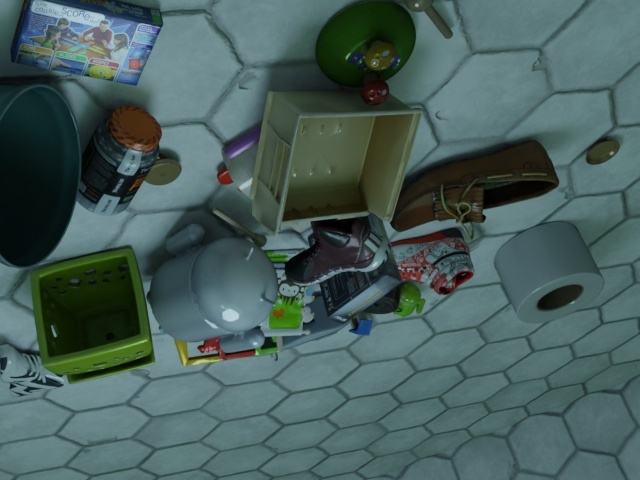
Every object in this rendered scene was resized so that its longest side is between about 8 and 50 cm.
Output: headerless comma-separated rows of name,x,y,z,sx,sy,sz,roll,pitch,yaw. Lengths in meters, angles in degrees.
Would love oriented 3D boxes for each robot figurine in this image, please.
robot figurine,-0.228,0.106,1.759,0.353,0.300,0.200,-17,-162,46
robot figurine,0.231,0.160,2.225,0.101,0.067,0.115,21,141,-1

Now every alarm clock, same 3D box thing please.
alarm clock,0.153,0.155,2.146,0.129,0.064,0.192,-12,149,37

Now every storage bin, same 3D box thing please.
storage bin,0.021,-0.143,1.525,0.262,0.123,0.260,-8,126,-32

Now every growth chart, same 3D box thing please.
growth chart,-0.093,0.127,1.968,0.171,0.021,0.237,-8,110,-19

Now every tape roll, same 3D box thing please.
tape roll,0.607,0.088,2.199,0.246,0.169,0.246,-12,148,-8

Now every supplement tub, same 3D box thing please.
supplement tub,-0.361,-0.142,1.462,0.117,0.117,0.190,9,140,-34

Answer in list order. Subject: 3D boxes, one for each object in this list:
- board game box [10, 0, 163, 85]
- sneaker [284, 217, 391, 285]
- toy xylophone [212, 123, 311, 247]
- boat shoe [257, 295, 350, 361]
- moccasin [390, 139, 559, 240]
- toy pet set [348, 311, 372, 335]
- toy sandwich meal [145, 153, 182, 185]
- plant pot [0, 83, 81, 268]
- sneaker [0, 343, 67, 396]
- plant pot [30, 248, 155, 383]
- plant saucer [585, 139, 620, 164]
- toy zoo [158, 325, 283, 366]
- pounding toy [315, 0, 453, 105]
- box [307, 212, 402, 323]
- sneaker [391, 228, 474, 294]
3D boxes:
board game box,-0.363,-0.317,1.278,0.201,0.035,0.136,6,140,-32
sneaker,0.000,0.000,1.737,0.281,0.106,0.162,-16,132,38
toy xylophone,-0.089,-0.101,1.679,0.236,0.081,0.323,-25,146,11
boat shoe,-0.103,0.233,2.144,0.367,0.136,0.156,-14,158,-17
moccasin,0.336,-0.095,1.824,0.380,0.147,0.139,-15,147,-3
toy pet set,0.077,0.234,2.266,0.114,0.065,0.122,10,138,-36
toy sandwich meal,-0.308,-0.138,1.576,0.085,0.029,0.086,-16,150,-9
plant pot,-0.540,-0.112,1.312,0.196,0.293,0.293,8,148,9
sneaker,-0.687,0.306,1.995,0.153,0.094,0.235,-9,146,-14
plant pot,-0.480,0.179,1.793,0.227,0.228,0.207,-13,153,-7
plant saucer,0.657,-0.209,1.924,0.083,0.015,0.083,-12,146,-8
toy zoo,-0.240,0.193,1.974,0.293,0.192,0.030,-7,-171,-16
pounding toy,0.115,-0.321,1.423,0.236,0.110,0.183,-26,146,14
box,0.071,0.040,1.826,0.056,0.231,0.183,23,129,-41
sneaker,0.243,0.072,2.030,0.270,0.145,0.090,-16,147,-1
